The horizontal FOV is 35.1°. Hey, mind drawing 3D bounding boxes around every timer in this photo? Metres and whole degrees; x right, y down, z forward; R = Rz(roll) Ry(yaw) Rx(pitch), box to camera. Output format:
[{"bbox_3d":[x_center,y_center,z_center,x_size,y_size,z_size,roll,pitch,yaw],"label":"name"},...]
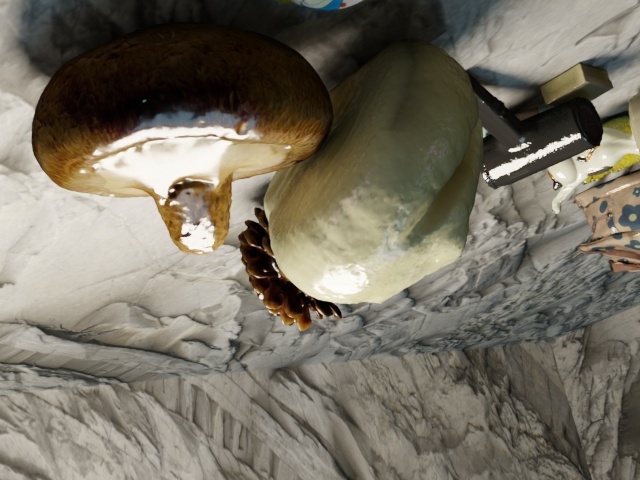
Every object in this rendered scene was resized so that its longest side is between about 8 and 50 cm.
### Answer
[{"bbox_3d":[0.496,-0.152,1.717,0.266,0.175,0.175,-18,163,30],"label":"timer"}]

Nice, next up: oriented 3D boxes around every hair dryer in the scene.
[{"bbox_3d":[0.285,-0.179,1.540,0.197,0.089,0.251,-21,145,39],"label":"hair dryer"}]

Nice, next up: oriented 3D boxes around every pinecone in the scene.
[{"bbox_3d":[0.001,0.002,1.711,0.292,0.246,0.246,-41,154,16],"label":"pinecone"}]

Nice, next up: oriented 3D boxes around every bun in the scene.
[{"bbox_3d":[0.088,-0.075,1.300,0.219,0.365,0.365,29,145,-19],"label":"bun"}]

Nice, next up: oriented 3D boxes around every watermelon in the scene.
[{"bbox_3d":[0.534,-0.172,1.805,0.181,0.092,0.075,-27,175,12],"label":"watermelon"}]

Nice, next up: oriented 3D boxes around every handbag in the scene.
[{"bbox_3d":[0.677,-0.034,2.197,0.193,0.190,0.251,-18,156,33],"label":"handbag"}]

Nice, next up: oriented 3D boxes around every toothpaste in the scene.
[{"bbox_3d":[0.287,-0.182,1.673,0.205,0.036,0.056,-15,161,20],"label":"toothpaste"}]

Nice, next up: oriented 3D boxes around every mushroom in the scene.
[{"bbox_3d":[-0.167,-0.141,1.190,0.345,0.239,0.345,-32,162,-12],"label":"mushroom"}]

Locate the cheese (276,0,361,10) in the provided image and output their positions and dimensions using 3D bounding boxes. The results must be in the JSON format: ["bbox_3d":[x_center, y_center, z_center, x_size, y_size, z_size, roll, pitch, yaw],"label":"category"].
[{"bbox_3d":[0.032,-0.302,1.038,0.156,0.064,0.250,-4,163,-32],"label":"cheese"}]

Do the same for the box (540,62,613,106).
[{"bbox_3d":[0.401,-0.238,1.575,0.083,0.035,0.079,3,156,-43],"label":"box"}]
